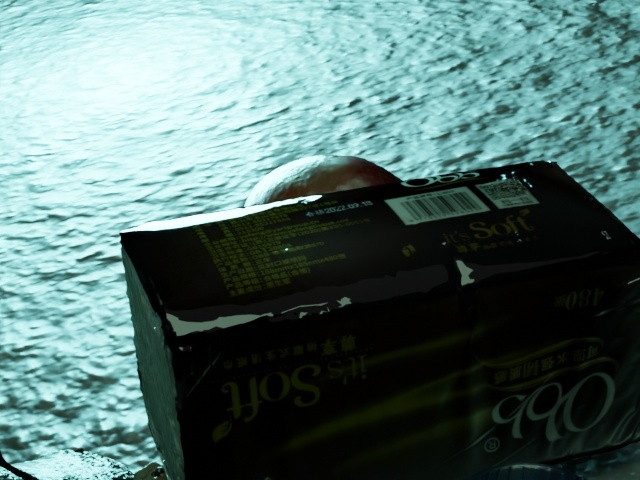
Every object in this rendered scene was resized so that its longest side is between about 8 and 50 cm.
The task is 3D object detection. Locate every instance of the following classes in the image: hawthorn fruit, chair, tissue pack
[{"bbox_3d":[0.000,0.000,1.404,0.188,0.169,0.169,10,37,30],"label":"hawthorn fruit"},{"bbox_3d":[-0.245,0.215,1.205,0.174,0.149,0.213,7,-7,33],"label":"chair"},{"bbox_3d":[0.050,0.067,1.193,0.370,0.198,0.210,-10,23,-12],"label":"tissue pack"}]

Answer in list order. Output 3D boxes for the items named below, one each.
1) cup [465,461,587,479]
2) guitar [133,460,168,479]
[{"bbox_3d":[0.130,0.219,1.007,0.113,0.150,0.138,4,35,9],"label":"cup"},{"bbox_3d":[-0.031,0.219,1.165,0.271,0.038,0.084,12,37,31],"label":"guitar"}]
